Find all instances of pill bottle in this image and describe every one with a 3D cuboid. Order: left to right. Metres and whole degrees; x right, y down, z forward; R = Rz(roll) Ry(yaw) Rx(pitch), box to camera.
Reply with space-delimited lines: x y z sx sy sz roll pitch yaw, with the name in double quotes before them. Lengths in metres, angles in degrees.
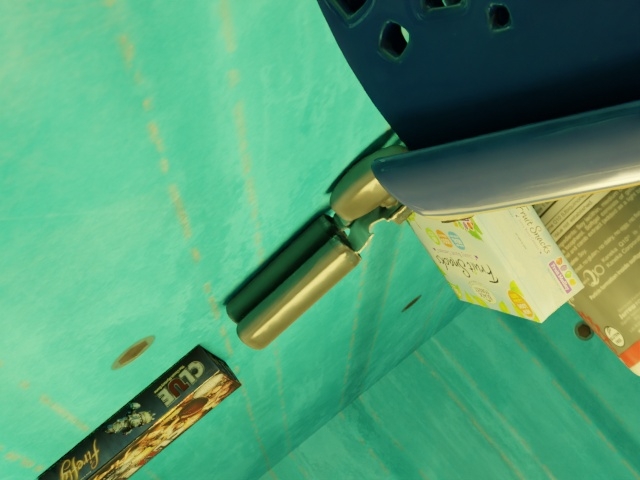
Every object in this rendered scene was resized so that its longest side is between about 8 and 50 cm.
"pill bottle" 0.326 -0.039 1.231 0.210 0.363 0.210 -38 166 -11

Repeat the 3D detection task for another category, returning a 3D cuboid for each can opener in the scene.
"can opener" 0.000 0.000 1.144 0.280 0.074 0.093 -46 131 14

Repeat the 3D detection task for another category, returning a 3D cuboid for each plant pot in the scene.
"plant pot" 0.142 -0.132 0.588 0.235 0.212 0.236 -11 -179 30

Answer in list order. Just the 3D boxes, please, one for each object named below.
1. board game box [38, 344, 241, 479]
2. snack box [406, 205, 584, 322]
"board game box" -0.215 0.232 1.312 0.243 0.042 0.165 -40 167 -4
"snack box" 0.174 -0.007 1.174 0.070 0.174 0.207 -38 -166 -10
